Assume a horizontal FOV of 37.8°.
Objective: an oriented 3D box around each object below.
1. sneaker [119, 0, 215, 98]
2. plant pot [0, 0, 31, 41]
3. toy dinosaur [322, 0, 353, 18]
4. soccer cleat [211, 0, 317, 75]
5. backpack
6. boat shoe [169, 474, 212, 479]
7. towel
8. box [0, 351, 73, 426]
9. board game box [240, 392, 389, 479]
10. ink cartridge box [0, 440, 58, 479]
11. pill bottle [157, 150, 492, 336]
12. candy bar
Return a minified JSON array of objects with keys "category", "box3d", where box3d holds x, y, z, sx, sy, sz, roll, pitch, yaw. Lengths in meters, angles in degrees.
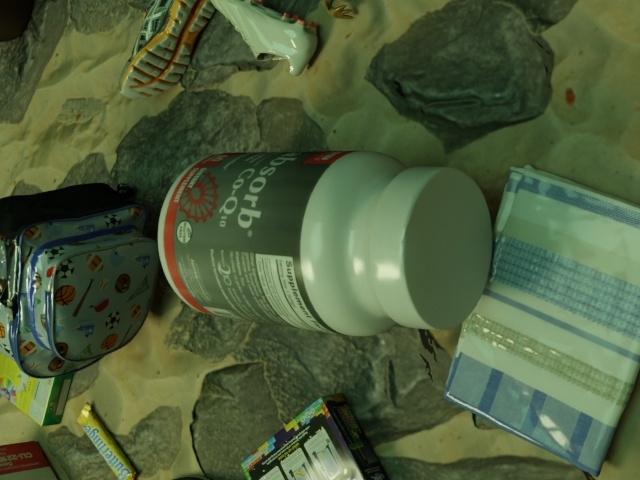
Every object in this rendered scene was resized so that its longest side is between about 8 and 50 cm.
[{"category":"sneaker","box3d":[-0.233,-0.304,1.382,0.083,0.084,0.215,45,104,33]},{"category":"plant pot","box3d":[-0.622,-0.420,1.595,0.215,0.230,0.215,-2,87,38]},{"category":"toy dinosaur","box3d":[0.015,-0.344,1.207,0.212,0.064,0.112,-15,60,28]},{"category":"soccer cleat","box3d":[-0.087,-0.288,1.271,0.196,0.068,0.076,33,110,32]},{"category":"backpack","box3d":[-0.369,0.067,1.369,0.213,0.277,0.263,37,123,35]},{"category":"boat shoe","box3d":[-0.167,0.375,1.293,0.228,0.069,0.081,-2,86,38]},{"category":"towel","box3d":[0.254,0.078,1.000,0.209,0.034,0.285,24,102,37]},{"category":"box","box3d":[-0.494,0.228,1.578,0.179,0.043,0.105,25,103,34]},{"category":"board game box","box3d":[-0.007,0.298,1.186,0.170,0.048,0.141,-43,65,28]},{"category":"ink cartridge box","box3d":[-0.487,0.495,1.511,0.273,0.114,0.197,46,114,29]},{"category":"pill bottle","box3d":[0.000,0.000,1.084,0.363,0.210,0.210,3,89,41]},{"category":"candy bar","box3d":[-0.333,0.323,1.461,0.161,0.018,0.040,44,114,32]}]
